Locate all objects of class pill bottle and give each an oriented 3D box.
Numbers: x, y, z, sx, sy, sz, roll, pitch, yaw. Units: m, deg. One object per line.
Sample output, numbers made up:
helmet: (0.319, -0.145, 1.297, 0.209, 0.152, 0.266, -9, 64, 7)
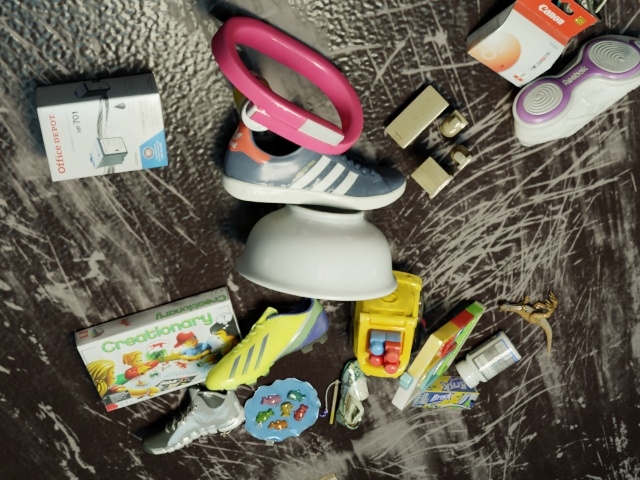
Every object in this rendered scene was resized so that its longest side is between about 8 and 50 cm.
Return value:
pill bottle: (-0.109, -0.235, 1.457, 0.065, 0.116, 0.065, -10, 128, -13)
pill bottle: (0.383, 0.275, 2.028, 0.137, 0.078, 0.078, -35, 128, 9)

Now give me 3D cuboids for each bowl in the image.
bowl: (0.000, 0.000, 1.592, 0.298, 0.298, 0.134, 3, 103, -21)

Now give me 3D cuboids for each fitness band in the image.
fitness band: (-0.048, -0.246, 1.412, 0.291, 0.209, 0.054, 25, 129, -32)

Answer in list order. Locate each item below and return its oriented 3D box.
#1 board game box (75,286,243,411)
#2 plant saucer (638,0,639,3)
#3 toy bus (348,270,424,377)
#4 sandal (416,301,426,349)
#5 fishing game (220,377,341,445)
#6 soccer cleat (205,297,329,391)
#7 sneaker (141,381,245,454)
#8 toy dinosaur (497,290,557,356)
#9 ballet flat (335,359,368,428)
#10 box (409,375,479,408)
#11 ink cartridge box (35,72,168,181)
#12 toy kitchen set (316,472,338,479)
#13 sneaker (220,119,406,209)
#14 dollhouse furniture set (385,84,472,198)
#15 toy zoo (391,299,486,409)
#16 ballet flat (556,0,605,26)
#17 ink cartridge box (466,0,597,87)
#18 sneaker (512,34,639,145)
board game box: (-0.309, 0.218, 1.766, 0.305, 0.053, 0.193, -17, 129, -6)
plant saucer: (0.693, -0.509, 1.576, 0.278, 0.041, 0.277, -10, 128, -13)
toy bus: (0.130, 0.201, 1.783, 0.150, 0.211, 0.220, 4, 128, 1)
sandal: (0.201, 0.187, 1.924, 0.067, 0.040, 0.179, -12, 128, -9)
fishing game: (-0.087, 0.389, 1.979, 0.264, 0.041, 0.189, 0, 123, -18)
soccer cleat: (-0.114, 0.200, 1.764, 0.289, 0.093, 0.121, -28, 108, -24)
sneaker: (-0.284, 0.358, 1.873, 0.229, 0.086, 0.132, -19, 118, -8)
toy dinosaur: (0.492, 0.172, 2.011, 0.211, 0.064, 0.112, 33, 128, -25)
ballet flat: (0.079, 0.351, 1.988, 0.070, 0.070, 0.188, -6, 129, -15)
box: (0.280, 0.352, 2.062, 0.169, 0.059, 0.054, 7, 124, -23)
ink cartridge box: (-0.353, -0.184, 1.436, 0.191, 0.082, 0.139, -11, 128, -13)
toy kitchen set: (0.009, 0.610, 2.145, 0.075, 0.083, 0.068, -26, 130, 1)
sneaker: (0.003, -0.146, 1.560, 0.350, 0.131, 0.148, 0, 114, -26)
dollhouse furniture set: (0.210, -0.190, 1.657, 0.151, 0.123, 0.144, 45, 105, -2)
toy zoo: (0.246, 0.247, 1.876, 0.293, 0.030, 0.192, -23, 144, -57)
ballet flat: (0.464, -0.487, 1.475, 0.096, 0.095, 0.280, 16, 135, 16)
ink cartridge box: (0.367, -0.352, 1.533, 0.145, 0.045, 0.179, 24, 144, -32)
sneaker: (0.488, -0.279, 1.655, 0.305, 0.114, 0.152, -27, 156, -4)
